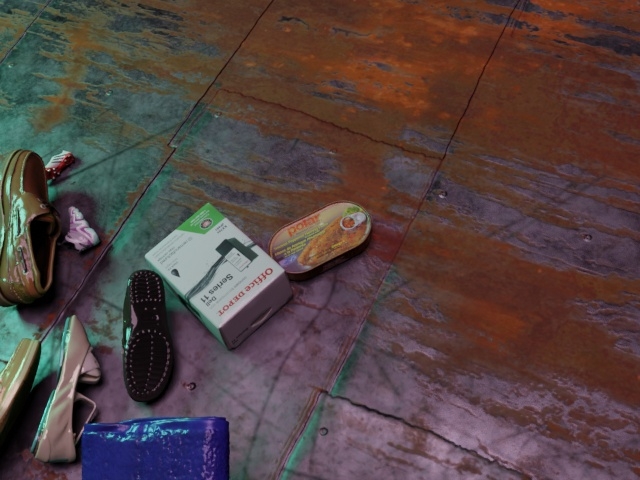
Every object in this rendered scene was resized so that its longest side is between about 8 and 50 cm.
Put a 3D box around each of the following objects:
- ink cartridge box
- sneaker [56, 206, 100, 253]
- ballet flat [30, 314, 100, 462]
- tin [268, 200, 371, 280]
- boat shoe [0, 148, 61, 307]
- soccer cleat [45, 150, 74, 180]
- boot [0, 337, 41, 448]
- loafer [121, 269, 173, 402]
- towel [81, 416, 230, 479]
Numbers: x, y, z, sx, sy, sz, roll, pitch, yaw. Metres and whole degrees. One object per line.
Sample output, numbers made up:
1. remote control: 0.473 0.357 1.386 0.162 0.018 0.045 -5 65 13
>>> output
1. ink cartridge box: -0.170 0.059 1.465 0.153 0.087 0.208 -42 62 -17
2. sneaker: -0.457 -0.015 1.588 0.069 0.038 0.098 -35 59 -15
3. ballet flat: -0.399 0.241 1.400 0.086 0.086 0.249 1 59 10
4. tin: 0.000 0.000 1.507 0.189 0.040 0.106 -26 61 -8
5. boat shoe: -0.516 -0.030 1.559 0.104 0.110 0.308 -12 67 20
6. soccer cleat: -0.521 -0.146 1.691 0.035 0.029 0.083 29 63 34
7. boot: -0.583 0.246 1.377 0.203 0.095 0.262 23 68 -1
8. loafer: -0.290 0.162 1.435 0.080 0.078 0.220 7 67 -20
9. towel: -0.224 0.398 1.180 0.227 0.076 0.308 -6 73 20
